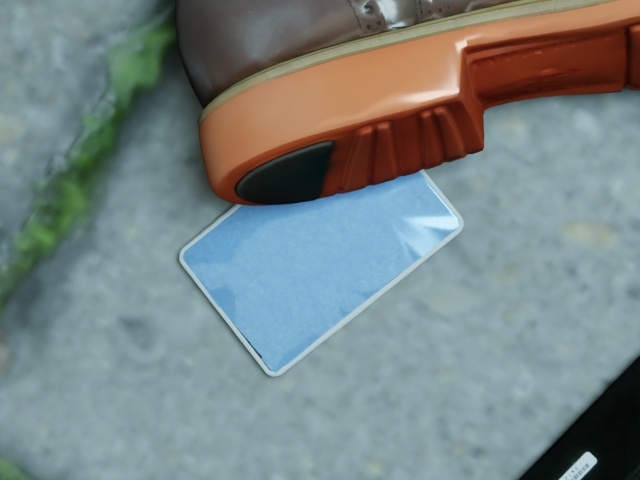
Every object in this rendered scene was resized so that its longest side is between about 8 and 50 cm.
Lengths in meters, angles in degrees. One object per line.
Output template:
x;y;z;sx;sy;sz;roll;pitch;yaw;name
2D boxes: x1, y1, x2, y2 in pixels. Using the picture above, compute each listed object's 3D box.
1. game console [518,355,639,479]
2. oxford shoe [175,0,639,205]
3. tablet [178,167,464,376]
0.114;0.115;0.508;0.122;0.071;0.107;-46;55;0;game console
0.084;-0.096;0.481;0.271;0.097;0.098;-16;76;0;oxford shoe
0.000;0.000;0.524;0.083;0.006;0.054;-38;85;1;tablet
